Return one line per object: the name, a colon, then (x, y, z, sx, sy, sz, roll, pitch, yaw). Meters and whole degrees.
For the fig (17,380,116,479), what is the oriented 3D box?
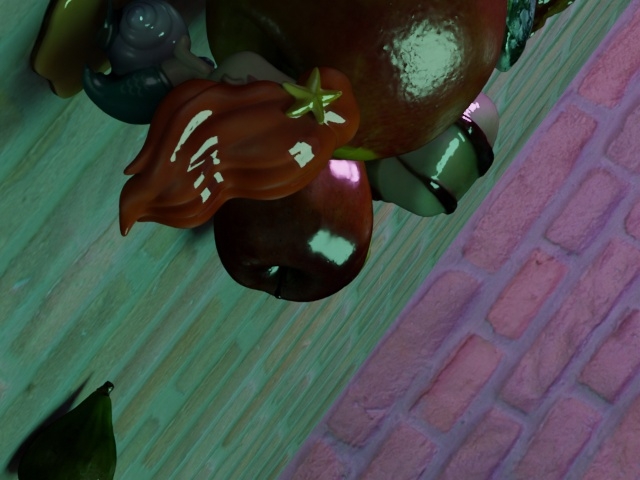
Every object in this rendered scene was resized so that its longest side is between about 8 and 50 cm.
fig: (-0.309, 0.266, 1.941, 0.117, 0.117, 0.177, 102, 11, -60)

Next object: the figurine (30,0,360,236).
figurine: (-0.115, -0.115, 1.324, 0.208, 0.257, 0.181, -39, 159, -48)

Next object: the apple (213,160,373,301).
apple: (-0.033, -0.030, 1.969, 0.234, 0.234, 0.234, -51, 167, -17)

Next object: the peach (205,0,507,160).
peach: (0.046, -0.244, 1.497, 0.332, 0.307, 0.308, -48, 166, -39)

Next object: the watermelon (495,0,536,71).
watermelon: (0.112, -0.344, 1.751, 0.213, 0.320, 0.289, -21, 168, 33)

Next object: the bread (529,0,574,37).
bread: (0.258, -0.372, 2.162, 0.246, 0.135, 0.232, -22, 144, -12)

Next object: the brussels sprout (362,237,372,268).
brussels sprout: (0.004, 0.003, 2.312, 0.181, 0.143, 0.161, -58, -177, 21)

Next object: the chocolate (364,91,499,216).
chocolate: (0.184, -0.154, 2.483, 0.283, 0.186, 0.283, -52, 168, -16)
